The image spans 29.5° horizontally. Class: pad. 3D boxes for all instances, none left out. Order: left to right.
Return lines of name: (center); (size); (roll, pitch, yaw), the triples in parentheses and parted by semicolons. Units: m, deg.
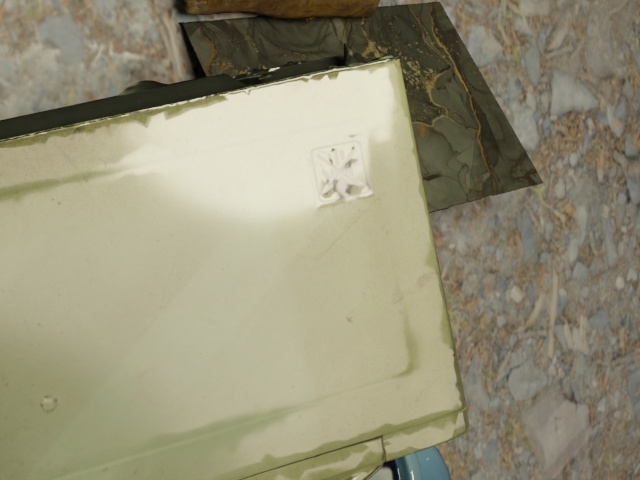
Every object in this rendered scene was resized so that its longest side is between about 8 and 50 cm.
pad: (0.054, -0.131, 1.219); (0.367, 0.007, 0.248); (-14, 70, -40)

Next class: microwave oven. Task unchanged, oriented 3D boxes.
microwave oven: (-0.134, 0.052, 0.904); (0.394, 0.247, 0.333); (-14, 97, -19)

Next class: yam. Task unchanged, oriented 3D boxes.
yam: (-0.038, -0.243, 1.188); (0.241, 0.056, 0.057); (-8, 94, -41)

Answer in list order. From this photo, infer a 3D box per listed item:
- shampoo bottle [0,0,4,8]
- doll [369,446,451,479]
shampoo bottle: (-0.352, -0.206, 0.762); (0.266, 0.273, 0.273); (41, 63, -40)
doll: (0.018, 0.263, 1.161); (0.314, 0.141, 0.177); (2, 100, -37)
